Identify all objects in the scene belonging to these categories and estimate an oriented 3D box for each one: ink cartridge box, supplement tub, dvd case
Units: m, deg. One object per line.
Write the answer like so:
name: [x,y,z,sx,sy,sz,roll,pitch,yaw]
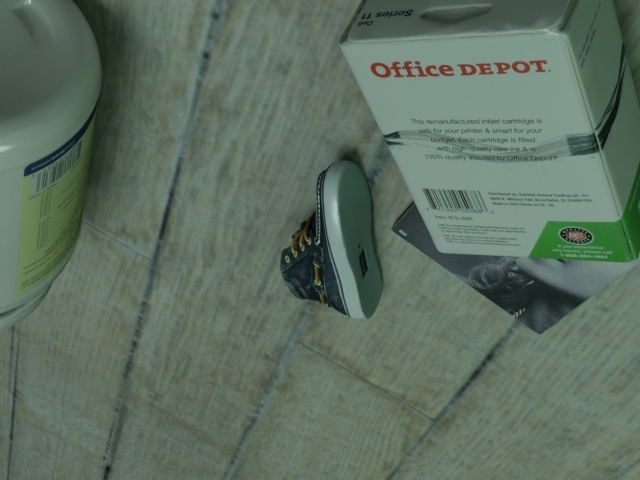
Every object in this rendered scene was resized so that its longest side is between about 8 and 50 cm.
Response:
ink cartridge box: [0.125,-0.084,0.706,0.153,0.087,0.208,4,143,32]
supplement tub: [-0.330,-0.073,0.966,0.235,0.235,0.325,30,142,3]
dvd case: [0.173,-0.018,0.853,0.164,0.018,0.221,35,142,-3]

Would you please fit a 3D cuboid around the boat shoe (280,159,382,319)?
boat shoe: [0.000,0.000,0.952,0.083,0.065,0.183,12,139,22]
